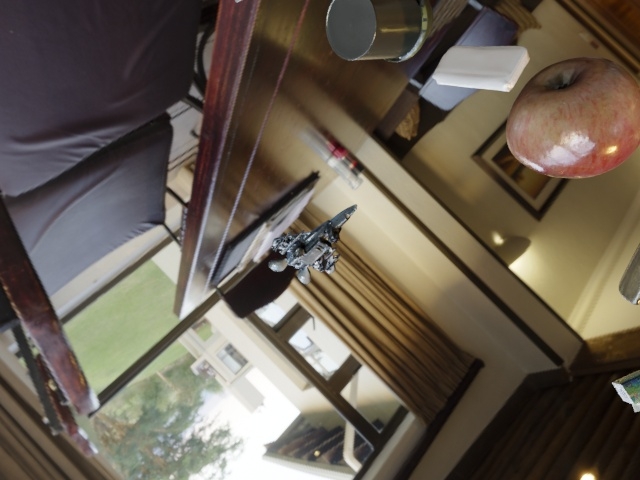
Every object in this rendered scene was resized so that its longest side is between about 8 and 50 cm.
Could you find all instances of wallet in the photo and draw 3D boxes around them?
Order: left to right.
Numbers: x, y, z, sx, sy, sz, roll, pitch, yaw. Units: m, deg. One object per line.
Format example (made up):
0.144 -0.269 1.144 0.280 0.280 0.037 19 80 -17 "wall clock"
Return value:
0.317 -0.350 0.942 0.033 0.190 0.095 37 85 -43 "wallet"

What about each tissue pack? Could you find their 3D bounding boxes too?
0.786 0.355 1.123 0.111 0.079 0.085 -30 159 10 "tissue pack"

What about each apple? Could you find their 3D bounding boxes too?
0.645 -0.322 1.202 0.345 0.344 0.270 -43 135 -33 "apple"

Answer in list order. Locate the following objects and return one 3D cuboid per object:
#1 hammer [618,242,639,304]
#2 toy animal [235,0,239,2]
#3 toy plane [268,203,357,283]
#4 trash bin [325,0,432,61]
0.314 -0.082 0.362 0.111 0.043 0.366 -89 176 -49 "hammer"
-0.132 -0.389 0.581 0.239 0.176 0.255 -49 -144 -6 "toy animal"
0.000 0.006 1.012 0.246 0.169 0.078 -38 -144 39 "toy plane"
0.188 -0.618 1.334 0.333 0.214 0.214 -29 167 -42 "trash bin"
